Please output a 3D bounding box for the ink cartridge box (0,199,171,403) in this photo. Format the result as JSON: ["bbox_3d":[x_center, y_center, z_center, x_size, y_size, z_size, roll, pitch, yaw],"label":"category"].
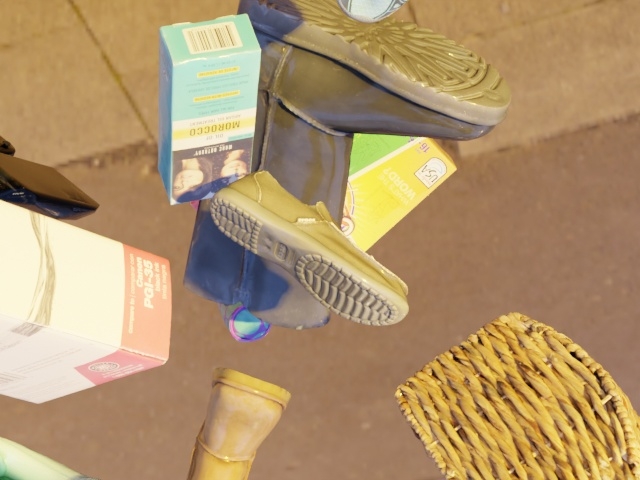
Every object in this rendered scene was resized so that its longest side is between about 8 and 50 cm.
[{"bbox_3d":[-0.314,0.056,1.333,0.207,0.117,0.283,-19,151,37],"label":"ink cartridge box"}]

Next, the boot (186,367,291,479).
[{"bbox_3d":[-0.116,0.291,1.541,0.089,0.269,0.236,17,161,-1],"label":"boot"}]

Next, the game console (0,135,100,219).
[{"bbox_3d":[-0.506,-0.140,2.104,0.044,0.361,0.213,-57,158,7],"label":"game console"}]

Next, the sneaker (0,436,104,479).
[{"bbox_3d":[-0.252,0.174,0.914,0.366,0.135,0.150,4,121,25],"label":"sneaker"}]

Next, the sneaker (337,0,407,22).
[{"bbox_3d":[0.080,-0.288,1.298,0.104,0.125,0.262,31,135,-9],"label":"sneaker"}]

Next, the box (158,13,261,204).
[{"bbox_3d":[-0.129,-0.144,1.583,0.101,0.060,0.244,-11,146,-14],"label":"box"}]

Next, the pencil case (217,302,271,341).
[{"bbox_3d":[-0.115,0.099,2.083,0.064,0.151,0.070,32,97,-19],"label":"pencil case"}]

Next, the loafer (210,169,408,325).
[{"bbox_3d":[0.000,0.000,1.557,0.251,0.087,0.094,35,148,2],"label":"loafer"}]

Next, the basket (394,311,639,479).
[{"bbox_3d":[0.256,0.250,1.515,0.213,0.299,0.223,-35,130,2],"label":"basket"}]

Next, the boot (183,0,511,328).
[{"bbox_3d":[0.018,-0.064,1.758,0.367,0.146,0.445,29,123,21],"label":"boot"}]

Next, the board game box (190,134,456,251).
[{"bbox_3d":[0.003,-0.089,2.056,0.316,0.064,0.242,-43,110,11],"label":"board game box"}]
